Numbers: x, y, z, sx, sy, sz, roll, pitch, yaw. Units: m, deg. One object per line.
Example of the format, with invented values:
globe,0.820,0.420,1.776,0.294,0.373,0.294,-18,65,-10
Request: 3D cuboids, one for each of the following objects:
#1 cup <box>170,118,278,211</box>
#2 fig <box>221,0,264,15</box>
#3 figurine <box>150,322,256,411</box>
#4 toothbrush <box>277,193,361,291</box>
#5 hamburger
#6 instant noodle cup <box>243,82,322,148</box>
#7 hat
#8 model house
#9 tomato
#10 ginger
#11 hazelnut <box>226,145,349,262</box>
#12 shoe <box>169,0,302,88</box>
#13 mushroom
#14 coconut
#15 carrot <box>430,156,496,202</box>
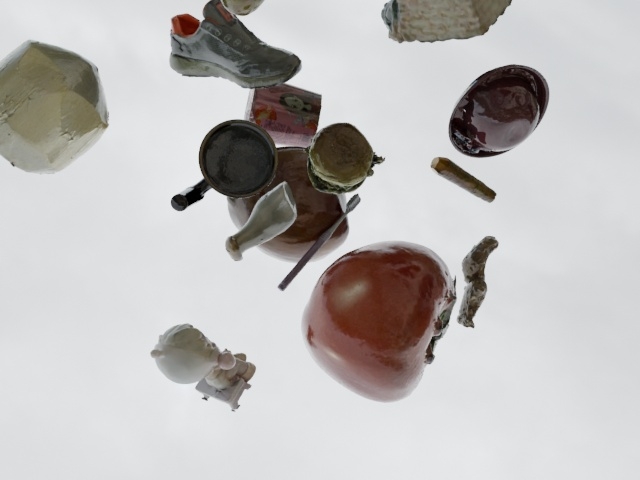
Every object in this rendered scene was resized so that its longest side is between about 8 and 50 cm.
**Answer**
cup,-0.222,-0.165,1.517,0.240,0.165,0.177,-12,-176,-10
fig,-0.116,-0.404,1.105,0.098,0.082,0.084,-5,-147,6
figurine,-0.270,0.265,1.496,0.257,0.144,0.182,44,174,-39
toothbrush,0.000,0.000,1.864,0.024,0.029,0.354,27,-114,32
hamburger,0.056,-0.182,1.544,0.185,0.131,0.159,-1,-111,-9
instant noodle cup,-0.128,-0.417,2.283,0.231,0.242,0.243,10,-140,-11
hat,0.341,-0.229,1.290,0.206,0.205,0.089,3,-142,-26
model house,0.323,-0.789,1.754,0.395,0.400,0.445,14,-125,39
tomato,0.115,0.145,1.381,0.273,0.341,0.341,20,-144,15
ginger,0.468,0.121,2.102,0.084,0.290,0.122,15,177,-3
hazelnut,-0.085,-0.097,2.013,0.366,0.365,0.365,15,-141,-13
shoe,-0.195,-0.444,1.514,0.337,0.170,0.132,14,-137,24
mushroom,-0.142,-0.044,1.680,0.225,0.116,0.093,-43,-123,-4
coconut,-0.543,-0.269,1.372,0.245,0.247,0.245,47,178,2
carrot,0.299,-0.124,1.428,0.171,0.042,0.042,27,-145,-24
